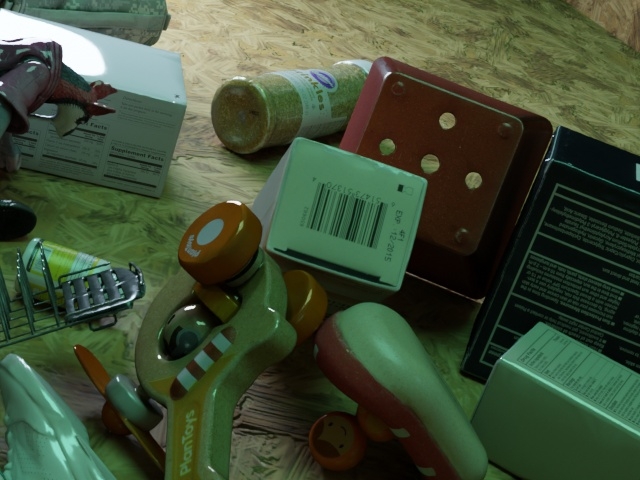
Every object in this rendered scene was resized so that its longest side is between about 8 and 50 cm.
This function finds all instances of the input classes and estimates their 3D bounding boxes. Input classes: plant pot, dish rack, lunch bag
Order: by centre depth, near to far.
[{"bbox_3d":[-0.298,0.055,1.139,0.271,0.074,0.208,-16,14,-11],"label":"dish rack"},{"bbox_3d":[0.143,-0.089,1.609,0.267,0.267,0.236,22,1,4],"label":"plant pot"},{"bbox_3d":[-0.422,-0.401,1.990,0.305,0.212,0.256,-6,34,-42],"label":"lunch bag"}]

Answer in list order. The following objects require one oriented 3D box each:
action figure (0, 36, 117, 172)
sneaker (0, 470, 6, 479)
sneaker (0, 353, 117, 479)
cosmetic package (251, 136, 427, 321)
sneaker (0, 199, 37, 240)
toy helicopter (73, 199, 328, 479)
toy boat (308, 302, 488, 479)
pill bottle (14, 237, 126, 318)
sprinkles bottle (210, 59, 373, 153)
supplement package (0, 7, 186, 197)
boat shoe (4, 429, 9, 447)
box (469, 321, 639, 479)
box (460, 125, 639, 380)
[{"bbox_3d":[-0.421,-0.202,1.460,0.370,0.276,0.248,0,8,-21],"label":"action figure"},{"bbox_3d":[-0.373,0.158,1.003,0.275,0.107,0.110,23,11,1],"label":"sneaker"},{"bbox_3d":[-0.239,0.186,1.047,0.212,0.094,0.080,49,-6,35],"label":"sneaker"},{"bbox_3d":[0.000,0.000,1.389,0.153,0.129,0.296,17,-13,-6],"label":"cosmetic package"},{"bbox_3d":[-0.420,-0.042,1.437,0.170,0.051,0.089,-3,36,-36],"label":"sneaker"},{"bbox_3d":[-0.123,0.145,1.129,0.140,0.235,0.355,48,25,-33],"label":"toy helicopter"},{"bbox_3d":[0.055,0.175,1.242,0.231,0.151,0.151,56,4,-32],"label":"toy boat"},{"bbox_3d":[-0.267,0.044,1.355,0.116,0.065,0.065,19,24,-2],"label":"pill bottle"},{"bbox_3d":[-0.025,-0.221,2.024,0.121,0.121,0.355,32,27,25],"label":"sprinkles bottle"},{"bbox_3d":[-0.329,-0.190,1.702,0.262,0.145,0.204,13,25,-16],"label":"supplement package"},{"bbox_3d":[-0.239,0.196,1.099,0.100,0.035,0.035,30,23,7],"label":"boat shoe"},{"bbox_3d":[0.329,0.226,1.353,0.311,0.121,0.148,29,26,20],"label":"box"},{"bbox_3d":[0.364,0.059,1.519,0.296,0.294,0.183,23,22,6],"label":"box"}]
